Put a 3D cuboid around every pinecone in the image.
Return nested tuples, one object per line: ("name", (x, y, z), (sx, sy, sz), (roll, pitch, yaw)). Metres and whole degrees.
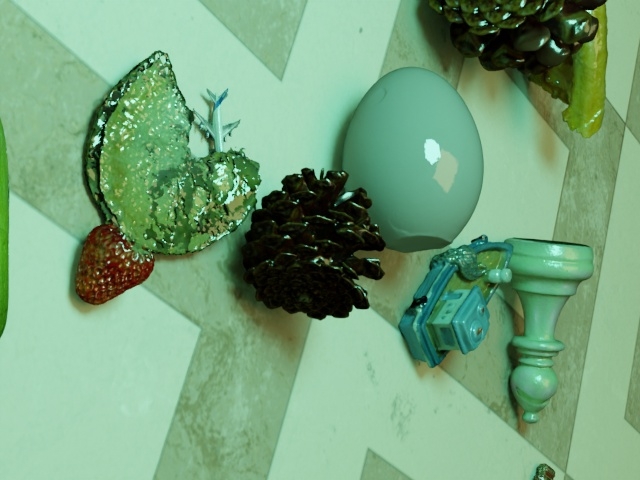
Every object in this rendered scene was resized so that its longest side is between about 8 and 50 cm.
("pinecone", (0.282, -0.351, 1.803), (0.264, 0.264, 0.264), (10, 77, -51))
("pinecone", (-0.005, -0.007, 1.452), (0.163, 0.163, 0.165), (41, 44, -41))

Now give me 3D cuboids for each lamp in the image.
("lamp", (0.335, 0.376, 1.932), (0.063, 0.031, 0.083), (39, 52, -44))

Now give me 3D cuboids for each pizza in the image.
("pizza", (0.365, -0.332, 1.958), (0.073, 0.182, 0.365), (-5, 89, -30))

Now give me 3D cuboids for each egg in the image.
("egg", (0.114, -0.103, 1.599), (0.176, 0.176, 0.232), (24, 59, -48))

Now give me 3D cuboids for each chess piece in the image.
("chess piece", (0.323, 0.135, 1.890), (0.139, 0.139, 0.272), (1, 94, -52))

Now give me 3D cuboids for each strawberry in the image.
("strawberry", (-0.208, 0.025, 1.267), (0.083, 0.073, 0.073), (-47, 130, -1))

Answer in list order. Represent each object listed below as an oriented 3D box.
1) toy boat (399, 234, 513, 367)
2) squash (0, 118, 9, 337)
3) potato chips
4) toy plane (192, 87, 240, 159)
("toy boat", (0.201, 0.072, 1.749), (0.238, 0.098, 0.109), (-51, 126, -43))
("squash", (-0.309, -0.018, 1.133), (0.069, 0.069, 0.239), (6, 80, -51))
("potato chips", (-0.152, -0.079, 1.359), (0.220, 0.029, 0.202), (30, 68, -38))
("toy plane", (-0.115, -0.128, 1.432), (0.078, 0.024, 0.084), (8, 85, -52))
